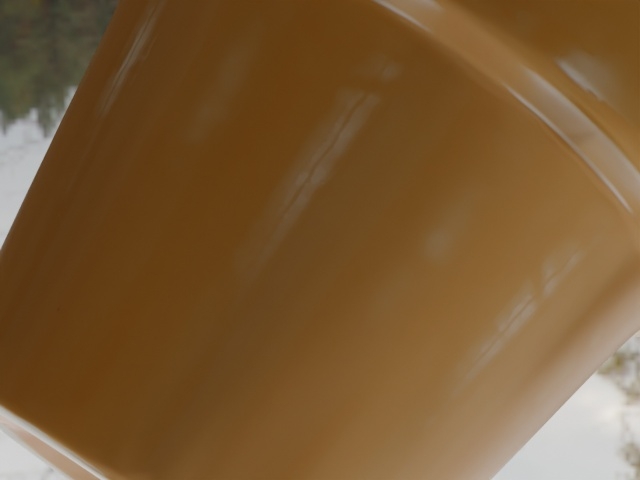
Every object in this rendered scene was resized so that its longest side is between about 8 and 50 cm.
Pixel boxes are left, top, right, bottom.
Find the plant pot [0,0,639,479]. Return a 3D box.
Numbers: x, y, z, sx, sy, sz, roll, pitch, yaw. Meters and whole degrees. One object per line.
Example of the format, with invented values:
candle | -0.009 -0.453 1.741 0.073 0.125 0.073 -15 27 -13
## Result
plant pot | 0.000 0.000 0.455 0.205 0.188 0.205 33 165 10
